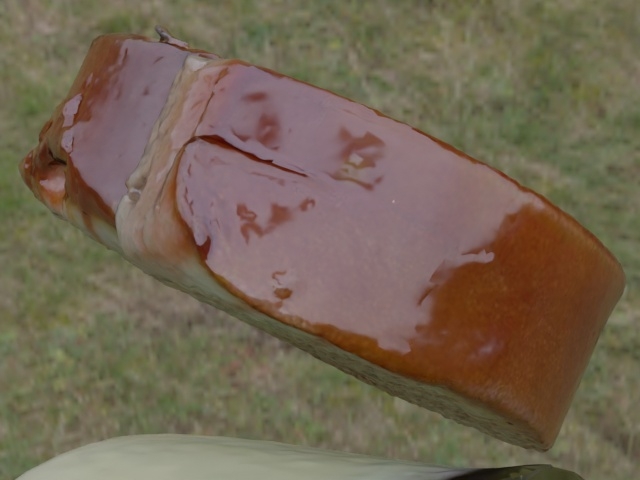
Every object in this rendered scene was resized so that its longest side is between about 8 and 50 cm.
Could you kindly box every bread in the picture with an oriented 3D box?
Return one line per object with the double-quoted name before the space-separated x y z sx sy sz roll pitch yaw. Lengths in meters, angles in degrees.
"bread" 0.001 0.001 0.939 0.327 0.295 0.114 19 82 59

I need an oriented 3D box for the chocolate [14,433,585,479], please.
"chocolate" -0.038 0.241 0.705 0.297 0.314 0.326 -4 64 32
